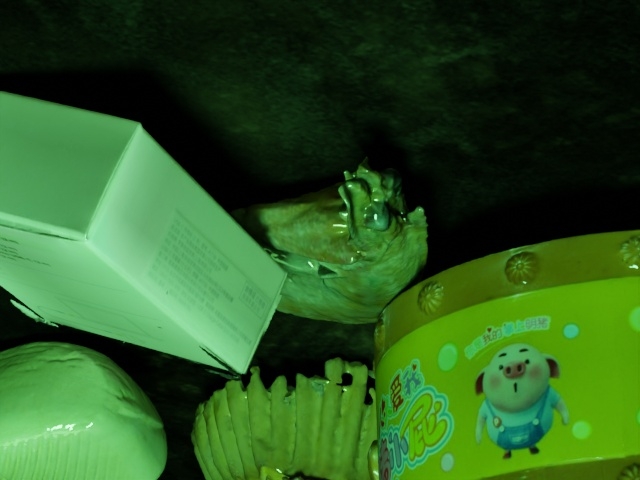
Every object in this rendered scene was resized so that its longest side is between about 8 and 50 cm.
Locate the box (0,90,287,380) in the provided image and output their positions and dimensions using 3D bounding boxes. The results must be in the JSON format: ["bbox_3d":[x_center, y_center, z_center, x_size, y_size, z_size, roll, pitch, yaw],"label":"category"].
[{"bbox_3d":[-0.172,-0.005,1.411,0.203,0.106,0.252,14,162,32],"label":"box"}]

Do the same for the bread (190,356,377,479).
[{"bbox_3d":[0.001,0.219,1.850,0.274,0.149,0.274,9,149,5],"label":"bread"}]

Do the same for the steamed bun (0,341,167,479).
[{"bbox_3d":[-0.272,0.171,1.832,0.238,0.153,0.170,-17,142,14],"label":"steamed bun"}]

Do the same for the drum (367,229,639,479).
[{"bbox_3d":[0.250,0.158,1.499,0.431,0.214,0.431,-4,158,-1],"label":"drum"}]

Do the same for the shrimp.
[{"bbox_3d":[0.000,0.000,1.470,0.168,0.077,0.317,10,158,1],"label":"shrimp"}]
